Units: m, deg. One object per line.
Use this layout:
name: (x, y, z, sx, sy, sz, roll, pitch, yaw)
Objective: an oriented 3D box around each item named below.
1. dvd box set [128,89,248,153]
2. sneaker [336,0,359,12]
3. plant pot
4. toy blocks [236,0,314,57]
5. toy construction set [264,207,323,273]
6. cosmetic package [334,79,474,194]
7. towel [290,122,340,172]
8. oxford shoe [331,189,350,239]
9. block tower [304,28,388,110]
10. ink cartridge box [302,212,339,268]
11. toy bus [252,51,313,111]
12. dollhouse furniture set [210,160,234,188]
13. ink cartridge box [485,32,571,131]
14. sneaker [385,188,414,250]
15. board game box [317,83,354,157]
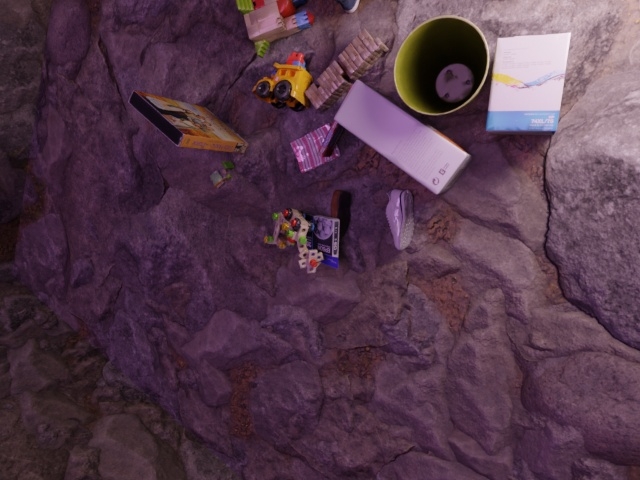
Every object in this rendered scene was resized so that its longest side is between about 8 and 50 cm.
dvd box set: (-0.533, -0.486, 1.765, 0.307, 0.420, 0.062, 41, 112, 15)
sneaker: (0.099, -0.962, 1.505, 0.086, 0.163, 0.226, 15, 105, 25)
plant pot: (0.409, -0.532, 1.353, 0.275, 0.293, 0.274, 6, 103, 26)
toy blocks: (-0.180, -0.963, 1.655, 0.261, 0.191, 0.381, -13, 93, 16)
toy construction set: (-0.113, -0.011, 1.737, 0.328, 0.151, 0.215, 39, 115, 42)
cosmetic package: (0.296, -0.362, 1.481, 0.453, 0.230, 0.161, 39, 114, 14)
towel: (-0.022, -0.381, 1.749, 0.197, 0.029, 0.144, -20, 91, 28)
oxford shoe: (0.074, -0.106, 1.742, 0.076, 0.076, 0.212, 29, 118, 52)
block tower: (0.095, -0.647, 1.605, 0.335, 0.091, 0.097, -37, 83, 27)
ink cartridge box: (0.000, 0.000, 1.755, 0.206, 0.045, 0.208, 16, 109, 51)
toy bus: (-0.142, -0.652, 1.704, 0.220, 0.149, 0.211, 15, 93, 26)
dollhouse furniture set: (-0.473, -0.308, 1.972, 0.152, 0.058, 0.076, -34, 83, 27)
ink cartridge box: (0.639, -0.471, 1.304, 0.197, 0.198, 0.270, 8, 104, 26)
sneaker: (0.300, -0.080, 1.622, 0.095, 0.090, 0.235, 7, 99, 39)
board game box: (0.076, -0.450, 1.607, 0.027, 0.145, 0.281, 30, 107, 5)
